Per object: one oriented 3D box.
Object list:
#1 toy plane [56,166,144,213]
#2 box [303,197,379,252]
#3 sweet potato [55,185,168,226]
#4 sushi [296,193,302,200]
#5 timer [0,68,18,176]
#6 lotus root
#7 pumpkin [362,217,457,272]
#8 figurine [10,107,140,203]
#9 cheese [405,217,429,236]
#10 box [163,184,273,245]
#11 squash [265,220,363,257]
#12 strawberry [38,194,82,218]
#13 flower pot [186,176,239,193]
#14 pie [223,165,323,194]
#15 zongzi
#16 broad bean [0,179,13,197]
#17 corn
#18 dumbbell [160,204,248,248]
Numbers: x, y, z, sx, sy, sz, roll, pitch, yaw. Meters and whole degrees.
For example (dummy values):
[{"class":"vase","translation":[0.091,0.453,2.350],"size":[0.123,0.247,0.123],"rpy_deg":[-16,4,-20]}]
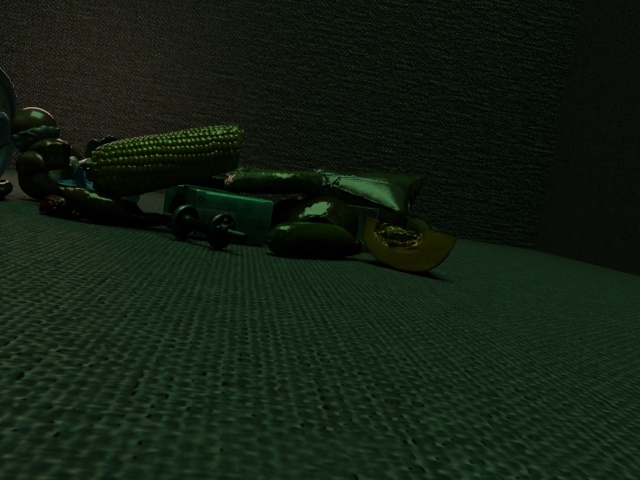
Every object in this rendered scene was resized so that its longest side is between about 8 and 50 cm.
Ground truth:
[{"class":"toy plane","translation":[-0.526,-0.100,1.637],"size":[0.246,0.078,0.169],"rpy_deg":[37,26,4]},{"class":"box","translation":[0.053,-0.046,1.932],"size":[0.225,0.129,0.086],"rpy_deg":[9,4,3]},{"class":"sweet potato","translation":[-0.487,-0.068,1.536],"size":[0.269,0.074,0.075],"rpy_deg":[17,1,-24]},{"class":"sushi","translation":[0.015,-0.052,2.178],"size":[0.273,0.134,0.109],"rpy_deg":[27,23,6]},{"class":"timer","translation":[-1.011,-0.330,1.916],"size":[0.173,0.395,0.395],"rpy_deg":[9,4,1]},{"class":"lotus root","translation":[-0.028,-0.050,1.759],"size":[0.267,0.149,0.260],"rpy_deg":[6,4,1]},{"class":"pumpkin","translation":[0.228,0.032,1.604],"size":[0.278,0.111,0.163],"rpy_deg":[12,-8,38]},{"class":"figurine","translation":[-0.711,-0.218,1.875],"size":[0.388,0.248,0.276],"rpy_deg":[7,-36,22]},{"class":"cheese","translation":[0.258,-0.027,2.281],"size":[0.226,0.117,0.214],"rpy_deg":[12,-2,-37]},{"class":"box","translation":[-0.271,-0.072,1.672],"size":[0.205,0.118,0.311],"rpy_deg":[10,4,-27]},{"class":"squash","translation":[0.001,0.001,1.551],"size":[0.087,0.087,0.331],"rpy_deg":[13,4,42]},{"class":"strawberry","translation":[-0.622,-0.083,1.570],"size":[0.104,0.048,0.152],"rpy_deg":[10,6,-35]},{"class":"flower pot","translation":[-0.343,-0.119,1.925],"size":[0.235,0.148,0.235],"rpy_deg":[10,0,0]},{"class":"pie","translation":[-0.122,-0.156,1.781],"size":[0.277,0.078,0.277],"rpy_deg":[3,9,0]},{"class":"zongzi","translation":[0.146,-0.174,2.150],"size":[0.356,0.174,0.393],"rpy_deg":[22,40,9]},{"class":"broad bean","translation":[-0.888,-0.139,1.717],"size":[0.144,0.049,0.292],"rpy_deg":[8,5,1]},{"class":"corn","translation":[-0.369,-0.192,1.582],"size":[0.387,0.144,0.144],"rpy_deg":[-11,8,-9]},{"class":"dumbbell","translation":[-0.255,-0.029,1.416],"size":[0.254,0.081,0.082],"rpy_deg":[14,6,35]}]
